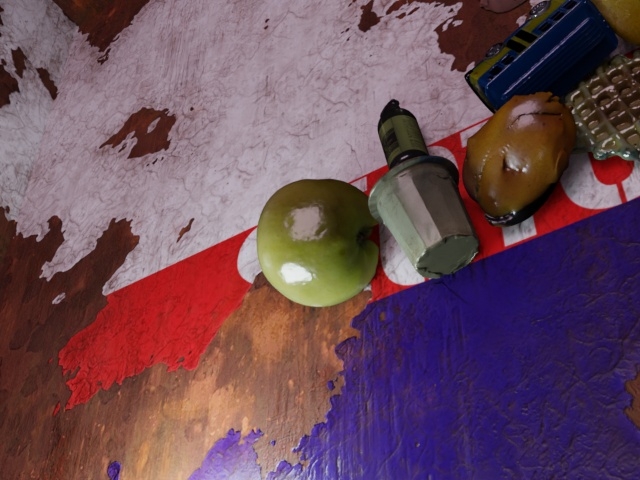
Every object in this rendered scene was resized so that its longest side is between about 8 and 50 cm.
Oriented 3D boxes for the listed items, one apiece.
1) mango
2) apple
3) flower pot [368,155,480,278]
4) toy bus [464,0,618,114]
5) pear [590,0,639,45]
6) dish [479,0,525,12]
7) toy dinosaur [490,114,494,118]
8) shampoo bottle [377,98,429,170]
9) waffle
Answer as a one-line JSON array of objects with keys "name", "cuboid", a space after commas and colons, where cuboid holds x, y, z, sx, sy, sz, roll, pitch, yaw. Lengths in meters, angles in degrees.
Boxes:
[{"name": "mango", "cuboid": [0.401, -0.173, 1.815, 0.287, 0.201, 0.152, -53, 1, 26]}, {"name": "apple", "cuboid": [-0.010, -0.016, 2.020, 0.258, 0.233, 0.295, -9, 51, 40]}, {"name": "flower pot", "cuboid": [0.232, -0.035, 1.877, 0.212, 0.212, 0.202, -33, 55, 15]}, {"name": "toy bus", "cuboid": [0.474, -0.392, 1.944, 0.288, 0.138, 0.175, -42, 24, 8]}, {"name": "pear", "cuboid": [0.683, -0.566, 1.860, 0.285, 0.285, 0.336, -35, 36, 12]}, {"name": "dish", "cuboid": [0.476, -0.694, 2.304, 0.213, 0.090, 0.213, -23, 43, 24]}, {"name": "toy dinosaur", "cuboid": [0.427, -0.312, 2.062, 0.119, 0.029, 0.060, -50, 50, -6]}, {"name": "shampoo bottle", "cuboid": [0.193, -0.247, 2.151, 0.101, 0.101, 0.284, -31, 40, 18]}, {"name": "waffle", "cuboid": [0.634, -0.276, 1.815, 0.309, 0.056, 0.291, 9, 62, 43]}]
